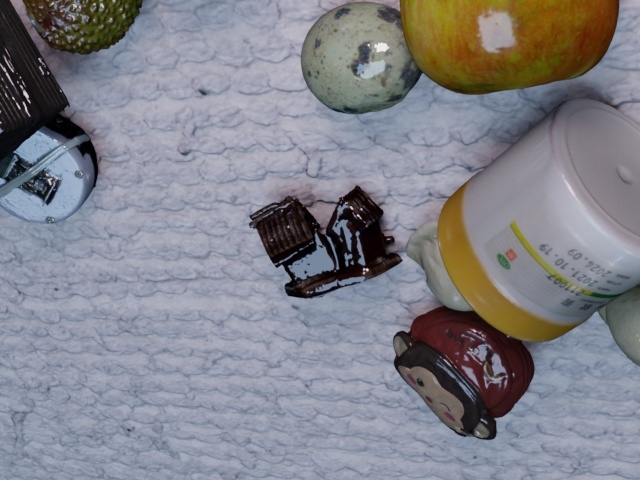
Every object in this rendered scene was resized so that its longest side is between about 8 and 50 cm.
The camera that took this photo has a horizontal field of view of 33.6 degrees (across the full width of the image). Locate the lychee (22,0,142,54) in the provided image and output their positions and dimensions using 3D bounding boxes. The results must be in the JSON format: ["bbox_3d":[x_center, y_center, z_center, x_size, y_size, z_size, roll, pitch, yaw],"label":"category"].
[{"bbox_3d":[-0.306,-0.332,1.403,0.171,0.171,0.171,13,135,13],"label":"lychee"}]

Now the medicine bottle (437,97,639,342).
[{"bbox_3d":[0.306,-0.022,1.342,0.238,0.238,0.232,36,136,-10],"label":"medicine bottle"}]

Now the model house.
[{"bbox_3d":[0.007,-0.004,1.607,0.203,0.141,0.164,-19,100,13],"label":"model house"}]

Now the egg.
[{"bbox_3d":[0.057,-0.228,1.327,0.182,0.141,0.141,1,134,51],"label":"egg"}]

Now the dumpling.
[{"bbox_3d":[0.192,0.032,1.545,0.155,0.111,0.181,10,119,32],"label":"dumpling"}]

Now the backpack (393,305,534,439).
[{"bbox_3d":[0.232,0.192,1.661,0.229,0.139,0.229,24,133,28],"label":"backpack"}]

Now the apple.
[{"bbox_3d":[0.209,-0.280,1.185,0.246,0.246,0.226,-4,99,28],"label":"apple"}]

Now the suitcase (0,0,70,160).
[{"bbox_3d":[-0.537,-0.265,1.499,0.230,0.152,0.335,-27,94,40],"label":"suitcase"}]

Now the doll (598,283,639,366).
[{"bbox_3d":[0.499,0.052,1.429,0.149,0.175,0.278,-2,134,-26],"label":"doll"}]

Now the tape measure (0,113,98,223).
[{"bbox_3d":[-0.445,-0.118,1.680,0.181,0.107,0.182,26,119,-7],"label":"tape measure"}]
